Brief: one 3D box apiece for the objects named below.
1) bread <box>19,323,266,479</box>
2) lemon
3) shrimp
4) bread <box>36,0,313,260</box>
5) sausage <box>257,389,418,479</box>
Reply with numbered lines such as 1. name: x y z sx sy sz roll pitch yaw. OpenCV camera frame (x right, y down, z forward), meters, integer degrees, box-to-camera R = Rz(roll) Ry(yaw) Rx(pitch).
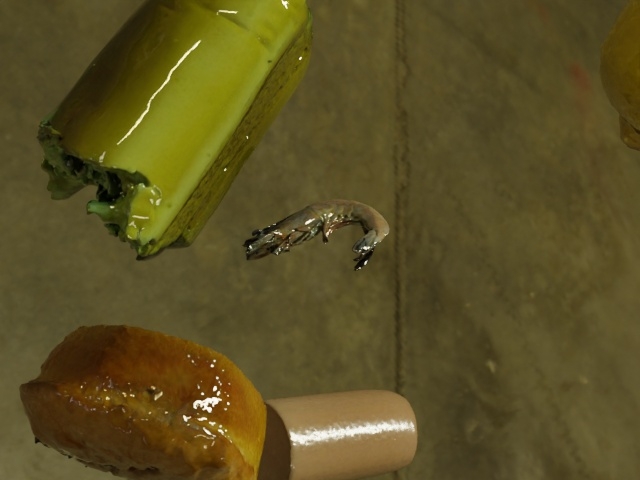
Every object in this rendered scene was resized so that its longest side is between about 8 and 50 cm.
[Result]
1. bread: -0.145 0.163 0.951 0.260 0.134 0.129 27 63 -20
2. lemon: 0.451 -0.216 1.154 0.233 0.288 0.233 29 30 -19
3. shrimp: 0.000 0.000 1.445 0.219 0.152 0.046 -20 129 -29
4. bread: -0.164 -0.170 1.186 0.208 0.251 0.376 35 78 5
5. sausage: 0.021 0.261 1.331 0.253 0.123 0.123 -1 70 -40
